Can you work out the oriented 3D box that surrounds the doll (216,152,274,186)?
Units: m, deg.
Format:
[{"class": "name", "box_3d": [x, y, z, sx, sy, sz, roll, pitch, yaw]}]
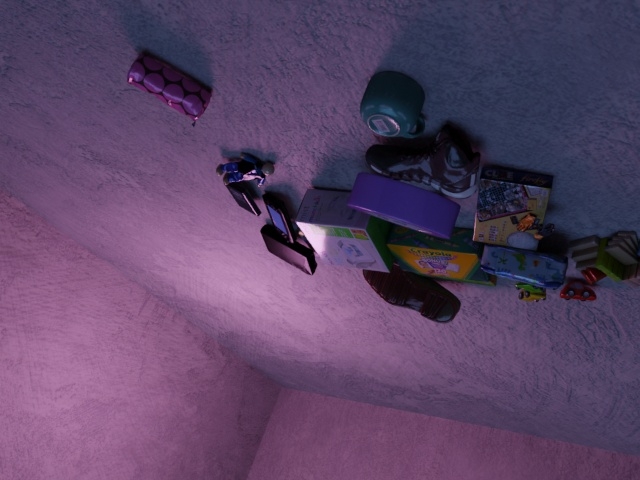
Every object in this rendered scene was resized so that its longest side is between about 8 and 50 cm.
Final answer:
[{"class": "doll", "box_3d": [-0.212, -0.203, 2.020, 0.189, 0.046, 0.129, -4, 136, 33]}]

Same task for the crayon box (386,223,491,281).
[{"class": "crayon box", "box_3d": [0.351, 0.033, 2.003, 0.278, 0.081, 0.165, 7, 152, 30]}]

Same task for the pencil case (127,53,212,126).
[{"class": "pencil case", "box_3d": [-0.388, -0.385, 1.745, 0.209, 0.095, 0.098, 31, 170, -16]}]

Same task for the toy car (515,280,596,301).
[{"class": "toy car", "box_3d": [0.636, 0.131, 1.955, 0.225, 0.053, 0.239, 19, 162, -41]}]

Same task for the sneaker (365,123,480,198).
[{"class": "sneaker", "box_3d": [0.246, -0.214, 1.598, 0.281, 0.106, 0.162, 18, 138, 14]}]

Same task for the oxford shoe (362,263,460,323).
[{"class": "oxford shoe", "box_3d": [0.301, 0.161, 2.268, 0.348, 0.123, 0.130, 31, -159, 19]}]

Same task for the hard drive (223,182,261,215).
[{"class": "hard drive", "box_3d": [-0.248, -0.136, 2.186, 0.094, 0.022, 0.135, 29, 161, 31]}]

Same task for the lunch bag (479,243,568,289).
[{"class": "lunch bag", "box_3d": [0.546, 0.061, 1.829, 0.219, 0.090, 0.176, 13, -171, 18]}]

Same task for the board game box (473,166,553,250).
[{"class": "board game box", "box_3d": [0.467, -0.074, 1.683, 0.165, 0.042, 0.243, 10, 145, 14]}]

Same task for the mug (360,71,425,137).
[{"class": "mug", "box_3d": [0.164, -0.282, 1.491, 0.158, 0.097, 0.129, 23, 155, -2]}]

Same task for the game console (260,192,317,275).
[{"class": "game console", "box_3d": [-0.128, -0.029, 2.261, 0.213, 0.044, 0.361, 28, 154, 29]}]

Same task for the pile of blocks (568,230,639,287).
[{"class": "pile of blocks", "box_3d": [0.788, 0.063, 1.674, 0.362, 0.112, 0.149, 0, 148, 38]}]

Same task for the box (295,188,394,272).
[{"class": "box", "box_3d": [0.085, -0.031, 2.043, 0.231, 0.126, 0.262, 7, 153, 26]}]

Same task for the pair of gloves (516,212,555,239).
[{"class": "pair of gloves", "box_3d": [0.523, -0.031, 1.666, 0.083, 0.010, 0.074, 22, 146, -5]}]

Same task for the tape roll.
[{"class": "tape roll", "box_3d": [0.210, -0.087, 1.736, 0.275, 0.090, 0.275, 18, 180, 0]}]

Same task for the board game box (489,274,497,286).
[{"class": "board game box", "box_3d": [0.403, 0.101, 2.122, 0.259, 0.039, 0.124, 4, 168, 29]}]

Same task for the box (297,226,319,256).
[{"class": "box", "box_3d": [0.000, 0.000, 2.272, 0.105, 0.043, 0.179, 9, 155, 28]}]
